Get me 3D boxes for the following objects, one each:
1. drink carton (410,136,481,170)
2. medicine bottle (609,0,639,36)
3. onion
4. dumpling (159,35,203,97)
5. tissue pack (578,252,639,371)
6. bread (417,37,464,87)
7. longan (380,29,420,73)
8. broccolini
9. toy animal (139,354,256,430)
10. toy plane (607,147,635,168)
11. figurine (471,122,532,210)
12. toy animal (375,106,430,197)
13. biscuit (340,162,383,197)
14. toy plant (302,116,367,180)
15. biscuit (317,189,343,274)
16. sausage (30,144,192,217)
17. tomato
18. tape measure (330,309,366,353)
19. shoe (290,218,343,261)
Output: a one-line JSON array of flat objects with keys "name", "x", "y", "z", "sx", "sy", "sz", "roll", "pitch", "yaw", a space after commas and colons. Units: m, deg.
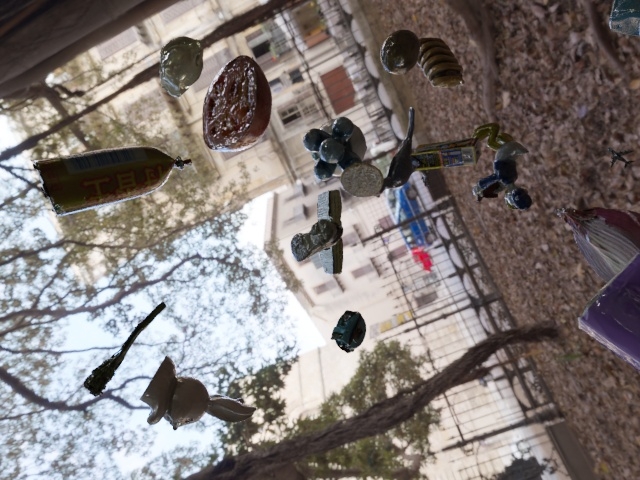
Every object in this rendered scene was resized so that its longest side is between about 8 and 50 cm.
[{"name": "drink carton", "x": 0.324, "y": -0.225, "z": 1.192, "sx": 0.071, "sy": 0.165, "sz": 0.056, "roll": -48, "pitch": -51, "yaw": -48}, {"name": "medicine bottle", "x": 0.686, "y": -0.541, "z": 0.954, "sx": 0.079, "sy": 0.124, "sz": 0.259, "roll": 25, "pitch": -103, "yaw": -52}, {"name": "onion", "x": 0.904, "y": -0.019, "z": 1.395, "sx": 0.349, "sy": 0.159, "sz": 0.267, "roll": 50, "pitch": 168, "yaw": 10}, {"name": "dumpling", "x": -0.452, "y": -0.565, "z": 1.468, "sx": 0.155, "sy": 0.181, "sz": 0.111, "roll": 35, "pitch": 176, "yaw": 6}, {"name": "tissue pack", "x": 0.853, "y": 0.218, "z": 1.122, "sx": 0.338, "sy": 0.242, "sz": 0.160, "roll": 43, "pitch": -176, "yaw": 38}, {"name": "bread", "x": 0.395, "y": -0.585, "z": 1.515, "sx": 0.081, "sy": 0.134, "sz": 0.225, "roll": 115, "pitch": 143, "yaw": -48}, {"name": "longan", "x": 0.208, "y": -0.477, "z": 1.164, "sx": 0.106, "sy": 0.119, "sz": 0.106, "roll": 31, "pitch": 130, "yaw": 48}, {"name": "broccolini", "x": -0.425, "y": 0.231, "z": 1.010, "sx": 0.051, "sy": 0.239, "sz": 0.054, "roll": 35, "pitch": 163, "yaw": 1}, {"name": "toy animal", "x": -0.252, "y": 0.338, "z": 0.930, "sx": 0.220, "sy": 0.103, "sz": 0.131, "roll": 33, "pitch": -124, "yaw": -14}, {"name": "toy plane", "x": 0.888, "y": -0.248, "z": 1.366, "sx": 0.084, "sy": 0.078, "sz": 0.024, "roll": 31, "pitch": -130, "yaw": -4}, {"name": "figurine", "x": 0.685, "y": -0.233, "z": 1.753, "sx": 0.284, "sy": 0.204, "sz": 0.339, "roll": 117, "pitch": 148, "yaw": -44}, {"name": "toy animal", "x": 0.323, "y": -0.280, "z": 1.702, "sx": 0.205, "sy": 0.367, "sz": 0.081, "roll": 27, "pitch": -173, "yaw": -16}, {"name": "biscuit", "x": 0.139, "y": -0.202, "z": 1.541, "sx": 0.020, "sy": 0.151, "sz": 0.152, "roll": -81, "pitch": -31, "yaw": -41}, {"name": "toy plant", "x": 0.057, "y": -0.338, "z": 1.715, "sx": 0.247, "sy": 0.247, "sz": 0.332, "roll": 64, "pitch": -167, "yaw": -11}, {"name": "biscuit", "x": 0.032, "y": -0.023, "z": 1.399, "sx": 0.150, "sy": 0.052, "sz": 0.253, "roll": 166, "pitch": 103, "yaw": -76}, {"name": "sausage", "x": -0.434, "y": -0.140, "z": 0.999, "sx": 0.117, "sy": 0.317, "sz": 0.125, "roll": 63, "pitch": 147, "yaw": 14}, {"name": "tomato", "x": -0.269, "y": -0.447, "z": 1.581, "sx": 0.143, "sy": 0.338, "sz": 0.339, "roll": 16, "pitch": -133, "yaw": -46}, {"name": "tape measure", "x": 0.103, "y": 0.319, "z": 1.612, "sx": 0.125, "sy": 0.080, "sz": 0.146, "roll": 52, "pitch": -123, "yaw": -39}, {"name": "shoe", "x": 0.000, "y": 0.000, "z": 1.166, "sx": 0.099, "sy": 0.169, "sz": 0.071, "roll": -4, "pitch": -112, "yaw": -47}]
